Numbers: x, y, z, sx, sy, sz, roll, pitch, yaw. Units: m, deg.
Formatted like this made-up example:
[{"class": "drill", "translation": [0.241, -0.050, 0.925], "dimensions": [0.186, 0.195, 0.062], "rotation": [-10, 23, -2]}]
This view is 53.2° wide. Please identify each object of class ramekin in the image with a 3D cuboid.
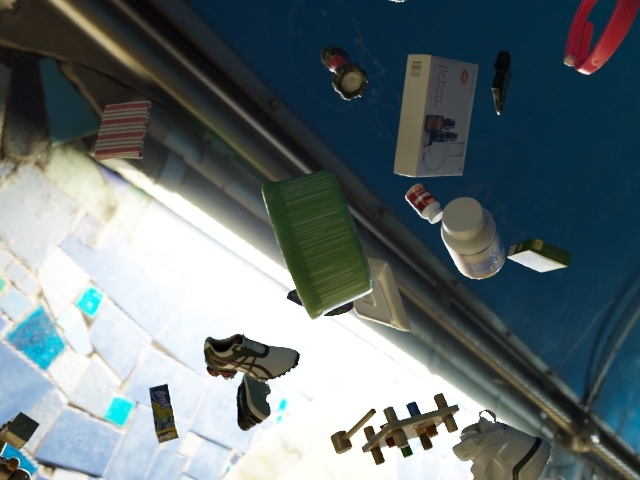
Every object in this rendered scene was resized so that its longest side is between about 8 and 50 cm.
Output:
[{"class": "ramekin", "translation": [0.000, 0.000, 1.325], "dimensions": [0.148, 0.303, 0.303], "rotation": [-20, -24, 0]}]

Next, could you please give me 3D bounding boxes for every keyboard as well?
[{"class": "keyboard", "translation": [0.437, -0.393, 1.530], "dimensions": [0.023, 0.180, 0.108], "rotation": [-2, -49, 27]}]

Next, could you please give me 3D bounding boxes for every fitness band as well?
[{"class": "fitness band", "translation": [0.631, -0.505, 1.427], "dimensions": [0.054, 0.290, 0.209], "rotation": [23, -30, -4]}]

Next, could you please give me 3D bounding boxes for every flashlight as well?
[{"class": "flashlight", "translation": [0.060, -0.518, 1.925], "dimensions": [0.103, 0.304, 0.103], "rotation": [-21, -56, -1]}]

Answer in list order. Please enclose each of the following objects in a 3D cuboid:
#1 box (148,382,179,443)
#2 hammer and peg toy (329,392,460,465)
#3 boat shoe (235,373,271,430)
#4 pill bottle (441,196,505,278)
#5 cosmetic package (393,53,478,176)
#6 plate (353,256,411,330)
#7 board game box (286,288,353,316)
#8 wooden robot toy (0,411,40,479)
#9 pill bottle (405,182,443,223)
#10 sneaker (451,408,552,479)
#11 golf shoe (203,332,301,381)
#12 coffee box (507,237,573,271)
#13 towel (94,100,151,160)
[{"class": "box", "translation": [-0.441, 0.483, 1.794], "dimensions": [0.059, 0.169, 0.054], "rotation": [-12, -54, -14]}, {"class": "hammer and peg toy", "translation": [0.231, 0.593, 1.964], "dimensions": [0.362, 0.127, 0.266], "rotation": [-7, -31, -25]}, {"class": "boat shoe", "translation": [-0.241, 0.548, 2.194], "dimensions": [0.127, 0.113, 0.340], "rotation": [40, 5, -18]}, {"class": "pill bottle", "translation": [0.433, -0.009, 1.829], "dimensions": [0.152, 0.152, 0.272], "rotation": [9, -23, 31]}, {"class": "cosmetic package", "translation": [0.381, -0.401, 2.092], "dimensions": [0.097, 0.377, 0.284], "rotation": [17, 17, 40]}, {"class": "plate", "translation": [0.170, 0.180, 2.212], "dimensions": [0.277, 0.045, 0.277], "rotation": [12, -52, 53]}, {"class": "board game box", "translation": [0.002, 0.134, 1.584], "dimensions": [0.169, 0.033, 0.133], "rotation": [23, 26, 36]}, {"class": "wooden robot toy", "translation": [-0.377, 0.275, 0.779], "dimensions": [0.079, 0.173, 0.076], "rotation": [39, 19, -15]}, {"class": "pill bottle", "translation": [0.404, -0.141, 2.463], "dimensions": [0.152, 0.086, 0.086], "rotation": [51, -7, 24]}, {"class": "sneaker", "translation": [0.427, 0.619, 1.687], "dimensions": [0.210, 0.365, 0.137], "rotation": [34, 21, 17]}, {"class": "golf shoe", "translation": [-0.192, 0.318, 1.759], "dimensions": [0.273, 0.105, 0.120], "rotation": [-4, -55, 7]}, {"class": "coffee box", "translation": [0.580, 0.040, 1.704], "dimensions": [0.113, 0.040, 0.184], "rotation": [24, -8, 0]}, {"class": "towel", "translation": [-0.576, -0.322, 1.869], "dimensions": [0.144, 0.197, 0.029], "rotation": [-2, -26, 9]}]
